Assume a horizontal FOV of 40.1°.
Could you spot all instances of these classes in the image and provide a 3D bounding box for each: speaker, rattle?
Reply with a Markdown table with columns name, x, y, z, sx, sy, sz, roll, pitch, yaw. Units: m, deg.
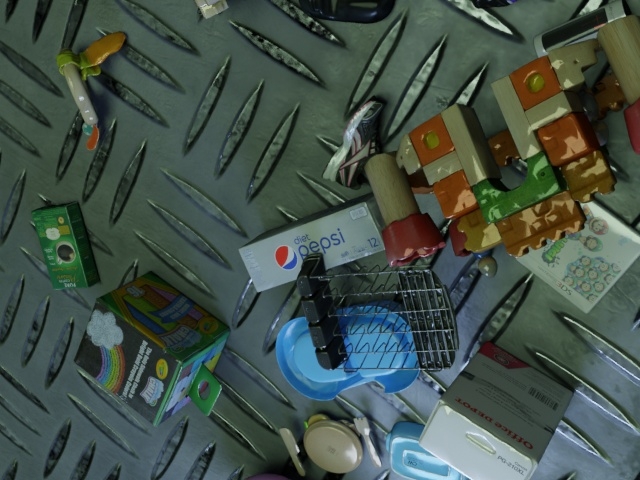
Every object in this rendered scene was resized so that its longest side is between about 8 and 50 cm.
| name | x | y | z | sx | sy | sz | roll | pitch | yaw |
| --- | --- | --- | --- | --- | --- | --- | --- | --- | --- |
| speaker | 0.381 | -0.297 | 1.262 | 0.136 | 0.055 | 0.055 | -19 | 97 | 33 |
| rattle | -0.429 | -0.294 | 1.725 | 0.130 | 0.142 | 0.200 | 25 | 140 | 55 |

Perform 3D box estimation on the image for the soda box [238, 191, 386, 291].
| name | x | y | z | sx | sy | sz | roll | pitch | yaw |
| --- | --- | --- | --- | --- | --- | --- | --- | --- | --- |
| soda box | 0.000 | 0.000 | 1.549 | 0.286 | 0.098 | 0.091 | -20 | 99 | 33 |

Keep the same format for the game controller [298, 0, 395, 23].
| name | x | y | z | sx | sy | sz | roll | pitch | yaw |
| --- | --- | --- | --- | --- | --- | --- | --- | --- | --- |
| game controller | 0.046 | -0.507 | 1.380 | 0.166 | 0.067 | 0.319 | 7 | 111 | 11 |

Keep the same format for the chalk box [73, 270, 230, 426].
| name | x | y | z | sx | sy | sz | roll | pitch | yaw |
| --- | --- | --- | --- | --- | --- | --- | --- | --- | --- |
| chalk box | -0.311 | 0.230 | 1.756 | 0.289 | 0.179 | 0.180 | 34 | 119 | 13 |

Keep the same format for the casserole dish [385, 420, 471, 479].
| name | x | y | z | sx | sy | sz | roll | pitch | yaw |
| --- | --- | --- | --- | --- | --- | --- | --- | --- | --- |
| casserole dish | 0.200 | 0.403 | 1.616 | 0.188 | 0.037 | 0.114 | 10 | 111 | 27 |

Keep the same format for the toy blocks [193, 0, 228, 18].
| name | x | y | z | sx | sy | sz | roll | pitch | yaw |
| --- | --- | --- | --- | --- | --- | --- | --- | --- | --- |
| toy blocks | -0.133 | -0.539 | 1.359 | 0.260 | 0.288 | 0.309 | -31 | 116 | -5 |

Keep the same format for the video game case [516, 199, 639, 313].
| name | x | y | z | sx | sy | sz | roll | pitch | yaw |
| --- | --- | --- | --- | --- | --- | --- | --- | --- | --- |
| video game case | 0.409 | 0.016 | 1.375 | 0.143 | 0.019 | 0.157 | 39 | 121 | 11 |

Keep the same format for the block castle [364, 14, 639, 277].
| name | x | y | z | sx | sy | sz | roll | pitch | yaw |
| --- | --- | --- | --- | --- | --- | --- | --- | --- | --- |
| block castle | 0.314 | -0.098 | 1.210 | 0.453 | 0.303 | 0.213 | -27 | 78 | 33 |

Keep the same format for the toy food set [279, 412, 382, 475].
| name | x | y | z | sx | sy | sz | roll | pitch | yaw |
| --- | --- | --- | --- | --- | --- | --- | --- | --- | --- |
| toy food set | 0.026 | 0.395 | 1.715 | 0.192 | 0.038 | 0.133 | -13 | 108 | 26 |

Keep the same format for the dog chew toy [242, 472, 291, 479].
| name | x | y | z | sx | sy | sz | roll | pitch | yaw |
| --- | --- | --- | --- | --- | --- | --- | --- | --- | --- |
| dog chew toy | -0.034 | 0.590 | 1.722 | 0.331 | 0.206 | 0.207 | 16 | 114 | 15 |

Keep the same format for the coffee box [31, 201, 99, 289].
| name | x | y | z | sx | sy | sz | roll | pitch | yaw |
| --- | --- | --- | --- | --- | --- | --- | --- | --- | --- |
| coffee box | -0.551 | 0.014 | 1.892 | 0.113 | 0.040 | 0.184 | -6 | 103 | 31 |

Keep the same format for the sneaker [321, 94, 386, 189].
| name | x | y | z | sx | sy | sz | roll | pitch | yaw |
| --- | --- | --- | --- | --- | --- | --- | --- | --- | --- |
| sneaker | 0.075 | -0.161 | 1.480 | 0.077 | 0.072 | 0.178 | 31 | 128 | 3 |

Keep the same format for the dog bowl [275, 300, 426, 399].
| name | x | y | z | sx | sy | sz | roll | pitch | yaw |
| --- | --- | --- | --- | --- | --- | --- | --- | --- | --- |
| dog bowl | 0.060 | 0.195 | 1.599 | 0.297 | 0.074 | 0.166 | -13 | 101 | 31 |

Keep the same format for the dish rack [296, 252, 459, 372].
| name | x | y | z | sx | sy | sz | roll | pitch | yaw |
| --- | --- | --- | --- | --- | --- | --- | --- | --- | --- |
| dish rack | 0.097 | 0.124 | 1.459 | 0.271 | 0.074 | 0.208 | -4 | 114 | 26 |

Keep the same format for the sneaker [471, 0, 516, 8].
| name | x | y | z | sx | sy | sz | roll | pitch | yaw |
| --- | --- | --- | --- | --- | --- | --- | --- | --- | --- |
| sneaker | 0.210 | -0.470 | 1.267 | 0.146 | 0.102 | 0.293 | -22 | 96 | 33 |

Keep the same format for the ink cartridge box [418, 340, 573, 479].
| name | x | y | z | sx | sy | sz | roll | pitch | yaw |
| --- | --- | --- | --- | --- | --- | --- | --- | --- | --- |
| ink cartridge box | 0.285 | 0.285 | 1.407 | 0.172 | 0.237 | 0.100 | 31 | 119 | 17 |
